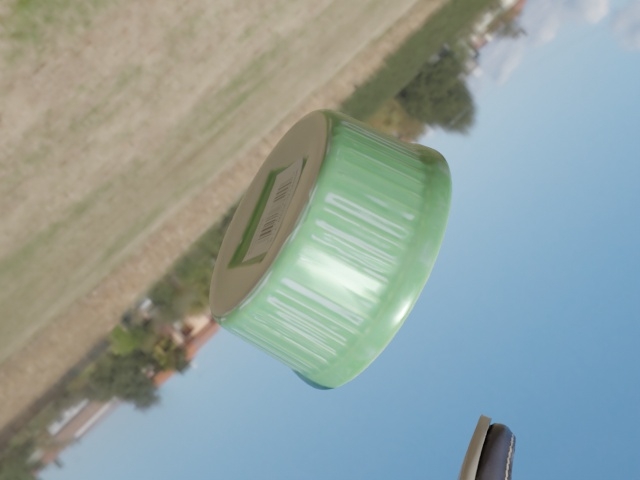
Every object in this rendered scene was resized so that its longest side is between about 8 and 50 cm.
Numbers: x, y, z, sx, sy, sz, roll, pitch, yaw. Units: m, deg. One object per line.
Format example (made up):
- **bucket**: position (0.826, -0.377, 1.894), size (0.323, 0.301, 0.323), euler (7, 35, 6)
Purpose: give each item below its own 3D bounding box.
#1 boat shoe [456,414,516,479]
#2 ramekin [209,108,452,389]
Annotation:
- **boat shoe**: position (0.093, 0.193, 0.605), size (0.075, 0.064, 0.206), euler (89, 12, -58)
- **ramekin**: position (0.000, 0.000, 1.290), size (0.303, 0.148, 0.303), euler (-52, -159, 29)
